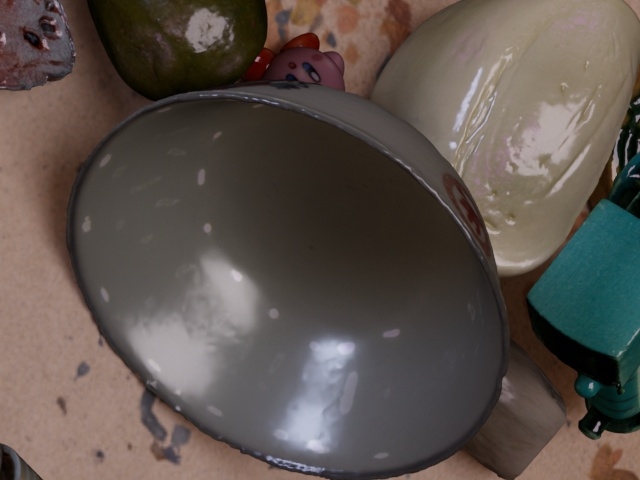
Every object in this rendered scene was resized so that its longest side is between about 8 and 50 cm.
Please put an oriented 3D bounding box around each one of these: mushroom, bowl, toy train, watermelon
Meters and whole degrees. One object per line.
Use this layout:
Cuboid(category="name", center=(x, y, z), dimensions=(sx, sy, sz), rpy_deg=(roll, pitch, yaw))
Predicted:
Cuboid(category="mushroom", center=(0.120, 0.112, 1.617), dimensions=(0.247, 0.108, 0.096), rpy_deg=(40, 80, -29))
Cuboid(category="bowl", center=(0.000, 0.000, 1.433), dimensions=(0.337, 0.337, 0.157), rpy_deg=(59, 39, -22))
Cuboid(category="toy train", center=(0.261, 0.058, 1.617), dimensions=(0.194, 0.120, 0.298), rpy_deg=(-51, 156, -14))
Cuboid(category="watermelon", center=(-0.234, -0.149, 1.382), dimensions=(0.139, 0.071, 0.187), rpy_deg=(39, 61, -38))

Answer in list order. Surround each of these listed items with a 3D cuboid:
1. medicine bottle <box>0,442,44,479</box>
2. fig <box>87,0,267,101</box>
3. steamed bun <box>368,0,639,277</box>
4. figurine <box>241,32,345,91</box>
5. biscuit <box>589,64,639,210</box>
Cuboid(category="medicine bottle", center=(-0.321, 0.118, 1.269), dimensions=(0.322, 0.151, 0.151), rpy_deg=(50, 64, -26))
Cuboid(category="fig", center=(-0.111, -0.192, 1.422), dimensions=(0.127, 0.133, 0.184), rpy_deg=(-16, 103, 2))
Cuboid(category="steamed bun", center=(0.133, -0.094, 1.566), dimensions=(0.155, 0.200, 0.250), rpy_deg=(26, 82, -20))
Cuboid(category="figurine", center=(-0.014, -0.119, 1.538), dimensions=(0.083, 0.071, 0.067), rpy_deg=(-32, 151, -23))
Cuboid(category="biscuit", center=(0.387, -0.034, 1.840), dimensions=(0.287, 0.057, 0.343), rpy_deg=(-47, 117, -25))
